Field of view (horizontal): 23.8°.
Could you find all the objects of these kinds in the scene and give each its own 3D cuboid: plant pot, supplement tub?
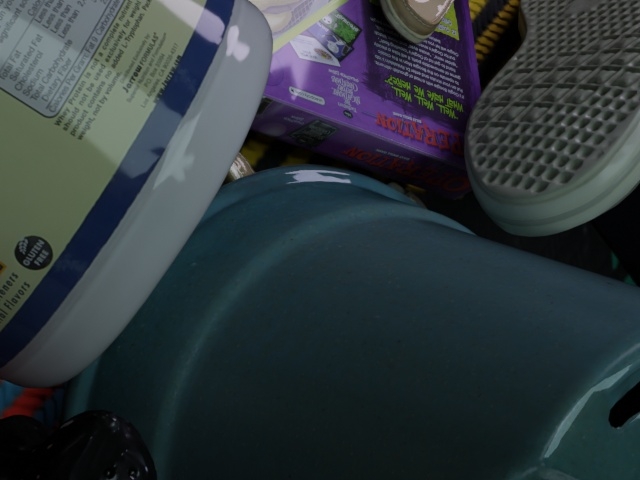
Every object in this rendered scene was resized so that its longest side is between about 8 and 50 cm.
[{"bbox_3d":[0.080,0.139,0.853,0.341,0.334,0.341,-5,99,-36],"label":"plant pot"},{"bbox_3d":[-0.214,-0.099,0.752,0.324,0.235,0.235,32,60,-16],"label":"supplement tub"}]

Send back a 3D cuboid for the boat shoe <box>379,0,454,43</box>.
[{"bbox_3d":[0.088,-0.215,1.115,0.063,0.059,0.170,38,47,-23],"label":"boat shoe"}]

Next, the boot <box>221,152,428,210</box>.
[{"bbox_3d":[0.000,0.000,1.045,0.165,0.077,0.213,-44,116,-38],"label":"boot"}]

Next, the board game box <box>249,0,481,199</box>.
[{"bbox_3d":[-0.025,-0.168,1.057,0.346,0.056,0.208,18,53,-37],"label":"board game box"}]

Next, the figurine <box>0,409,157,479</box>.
[{"bbox_3d":[-0.124,0.187,0.803,0.092,0.209,0.215,-34,103,-40],"label":"figurine"}]

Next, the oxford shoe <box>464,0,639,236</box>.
[{"bbox_3d":[0.210,-0.101,1.128,0.449,0.169,0.130,-64,135,-62],"label":"oxford shoe"}]

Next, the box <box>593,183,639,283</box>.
[{"bbox_3d":[0.433,-0.130,1.297,0.179,0.312,0.343,51,53,-21],"label":"box"}]
